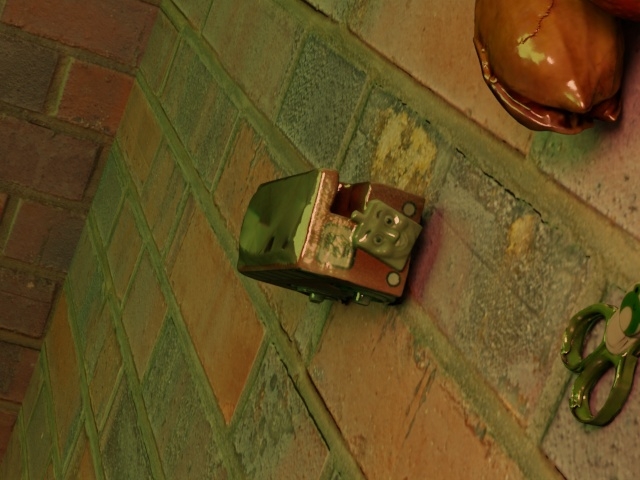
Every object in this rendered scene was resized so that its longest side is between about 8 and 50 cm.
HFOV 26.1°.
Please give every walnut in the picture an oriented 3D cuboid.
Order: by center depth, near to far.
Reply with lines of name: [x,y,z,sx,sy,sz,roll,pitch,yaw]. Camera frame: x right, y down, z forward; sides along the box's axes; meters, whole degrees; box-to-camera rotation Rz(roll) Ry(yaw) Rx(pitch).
walnut: [0.200,-0.180,1.210,0.245,0.137,0.137,-88,23,-51]

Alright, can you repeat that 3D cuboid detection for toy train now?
toy train: [0.000,0.000,1.578,0.326,0.159,0.129,175,112,-71]

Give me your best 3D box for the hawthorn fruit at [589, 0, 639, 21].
hawthorn fruit: [0.253,-0.273,1.079,0.200,0.179,0.179,-101,33,-57]

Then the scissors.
scissors: [0.245,0.055,1.047,0.204,0.027,0.101,123,152,-44]
